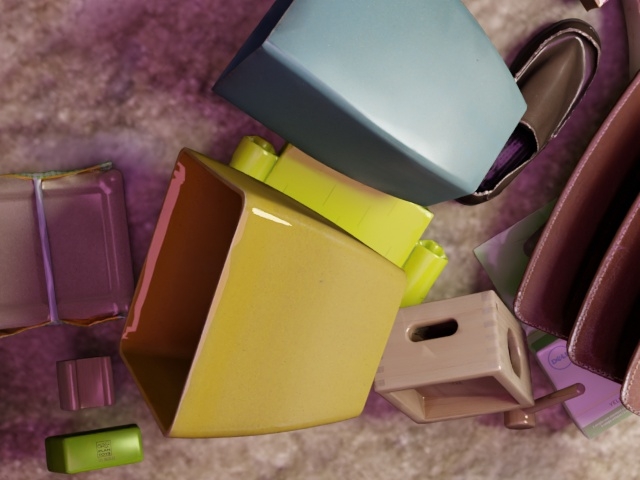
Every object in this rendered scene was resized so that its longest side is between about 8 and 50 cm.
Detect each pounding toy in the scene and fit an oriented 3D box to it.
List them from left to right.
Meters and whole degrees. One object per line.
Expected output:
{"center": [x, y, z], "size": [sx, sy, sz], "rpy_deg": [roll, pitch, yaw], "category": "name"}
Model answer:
{"center": [0.173, 0.125, 1.112], "size": [0.181, 0.206, 0.094], "rpy_deg": [-13, 62, 21], "category": "pounding toy"}

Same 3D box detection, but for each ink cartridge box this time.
{"center": [0.293, 0.069, 1.154], "size": [0.171, 0.056, 0.235], "rpy_deg": [-32, 105, 4], "category": "ink cartridge box"}

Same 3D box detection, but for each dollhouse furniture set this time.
{"center": [-0.297, 0.084, 1.110], "size": [0.197, 0.151, 0.302], "rpy_deg": [-5, 86, -24], "category": "dollhouse furniture set"}

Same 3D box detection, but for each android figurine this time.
{"center": [0.000, 0.000, 1.116], "size": [0.248, 0.056, 0.273], "rpy_deg": [32, 97, -11], "category": "android figurine"}

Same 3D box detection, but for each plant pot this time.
{"center": [-0.048, 0.058, 0.997], "size": [0.187, 0.212, 0.212], "rpy_deg": [16, 99, -25], "category": "plant pot"}
{"center": [0.058, -0.146, 0.999], "size": [0.234, 0.165, 0.165], "rpy_deg": [37, 73, -13], "category": "plant pot"}

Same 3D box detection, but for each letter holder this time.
{"center": [0.339, 0.003, 1.022], "size": [0.214, 0.152, 0.302], "rpy_deg": [24, 106, -9], "category": "letter holder"}

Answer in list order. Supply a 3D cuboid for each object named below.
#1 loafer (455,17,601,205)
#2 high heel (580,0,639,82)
{"center": [0.210, -0.121, 1.089], "size": [0.080, 0.078, 0.220], "rpy_deg": [32, 99, -10], "category": "loafer"}
{"center": [0.352, -0.206, 1.088], "size": [0.117, 0.082, 0.244], "rpy_deg": [-36, 97, -1], "category": "high heel"}
